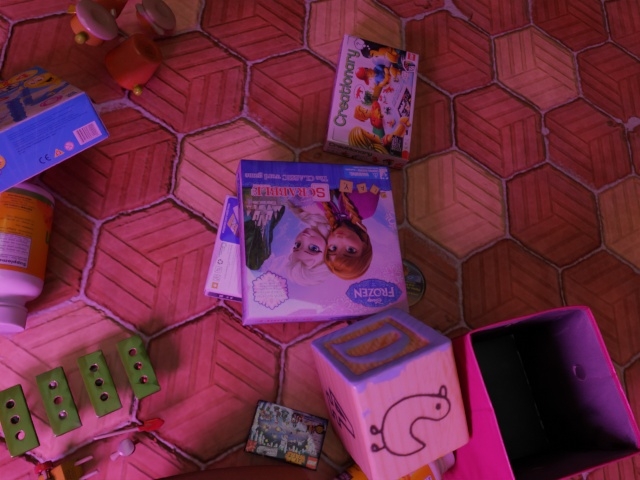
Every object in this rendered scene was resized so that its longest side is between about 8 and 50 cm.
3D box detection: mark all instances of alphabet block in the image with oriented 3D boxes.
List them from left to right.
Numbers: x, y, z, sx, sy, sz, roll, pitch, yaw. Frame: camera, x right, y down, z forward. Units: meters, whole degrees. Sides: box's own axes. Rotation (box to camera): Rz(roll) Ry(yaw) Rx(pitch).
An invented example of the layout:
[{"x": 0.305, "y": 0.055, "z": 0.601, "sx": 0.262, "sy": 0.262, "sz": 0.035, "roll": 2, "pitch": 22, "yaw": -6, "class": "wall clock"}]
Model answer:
[{"x": 0.116, "y": 0.259, "z": 0.936, "sx": 0.192, "sy": 0.193, "sz": 0.197, "roll": -19, "pitch": 107, "yaw": -15, "class": "alphabet block"}]

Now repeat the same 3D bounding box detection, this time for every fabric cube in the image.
[{"x": 0.355, "y": 0.286, "z": 0.989, "sx": 0.254, "sy": 0.258, "sz": 0.259, "roll": -9, "pitch": 73, "yaw": -16, "class": "fabric cube"}]

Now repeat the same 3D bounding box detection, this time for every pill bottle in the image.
[{"x": -0.547, "y": 0.030, "z": 0.930, "sx": 0.136, "sy": 0.136, "sz": 0.246, "roll": 3, "pitch": 70, "yaw": -13, "class": "pill bottle"}, {"x": 0.131, "y": 0.422, "z": 0.959, "sx": 0.215, "sy": 0.117, "sz": 0.117, "roll": -27, "pitch": 78, "yaw": -21, "class": "pill bottle"}]

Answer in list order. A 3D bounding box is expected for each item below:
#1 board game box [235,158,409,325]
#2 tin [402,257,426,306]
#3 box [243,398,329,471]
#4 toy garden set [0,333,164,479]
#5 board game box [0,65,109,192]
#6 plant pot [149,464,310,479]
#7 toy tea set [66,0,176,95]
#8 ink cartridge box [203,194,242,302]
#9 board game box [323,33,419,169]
[{"x": 0.000, "y": 0.000, "z": 1.067, "sx": 0.318, "sy": 0.066, "sz": 0.318, "roll": -1, "pitch": 71, "yaw": -17, "class": "board game box"}, {"x": 0.127, "y": 0.085, "z": 1.129, "sx": 0.189, "sy": 0.040, "sz": 0.106, "roll": 12, "pitch": 64, "yaw": -10, "class": "tin"}, {"x": -0.061, "y": 0.356, "z": 0.986, "sx": 0.137, "sy": 0.027, "sz": 0.094, "roll": 18, "pitch": 68, "yaw": -7, "class": "box"}, {"x": -0.390, "y": 0.304, "z": 0.917, "sx": 0.244, "sy": 0.049, "sz": 0.204, "roll": -21, "pitch": 75, "yaw": -21, "class": "toy garden set"}, {"x": -0.571, "y": -0.181, "z": 0.936, "sx": 0.308, "sy": 0.086, "sz": 0.302, "roll": -36, "pitch": 42, "yaw": -23, "class": "board game box"}, {"x": -0.133, "y": 0.453, "z": 0.843, "sx": 0.254, "sy": 0.237, "sz": 0.237, "roll": -10, "pitch": 72, "yaw": -32, "class": "plant pot"}, {"x": -0.428, "y": -0.465, "z": 1.160, "sx": 0.200, "sy": 0.124, "sz": 0.336, "roll": 37, "pitch": 40, "yaw": -35, "class": "toy tea set"}, {"x": -0.110, "y": 0.028, "z": 1.085, "sx": 0.208, "sy": 0.045, "sz": 0.206, "roll": 13, "pitch": 68, "yaw": -10, "class": "ink cartridge box"}, {"x": 0.123, "y": -0.329, "z": 1.271, "sx": 0.192, "sy": 0.053, "sz": 0.305, "roll": 12, "pitch": 68, "yaw": -9, "class": "board game box"}]
